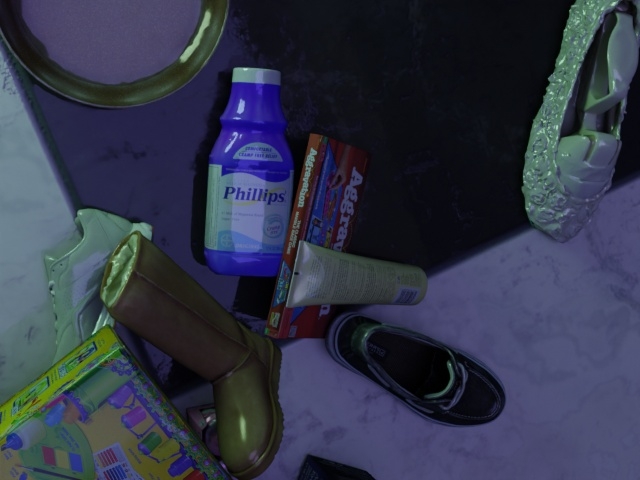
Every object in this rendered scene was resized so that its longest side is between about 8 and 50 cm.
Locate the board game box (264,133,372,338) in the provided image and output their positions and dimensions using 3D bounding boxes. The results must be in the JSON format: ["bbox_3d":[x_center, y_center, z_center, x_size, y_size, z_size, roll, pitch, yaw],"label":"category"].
[{"bbox_3d":[0.000,0.000,1.386,0.145,0.027,0.281,9,94,-61],"label":"board game box"}]

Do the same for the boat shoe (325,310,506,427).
[{"bbox_3d":[0.159,0.207,1.451,0.335,0.119,0.121,24,87,-27],"label":"boat shoe"}]

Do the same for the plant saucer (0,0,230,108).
[{"bbox_3d":[-0.274,-0.329,1.288,0.310,0.050,0.311,-2,97,-18],"label":"plant saucer"}]

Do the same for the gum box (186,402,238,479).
[{"bbox_3d":[-0.140,0.323,1.376,0.062,0.107,0.189,-9,99,-18],"label":"gum box"}]

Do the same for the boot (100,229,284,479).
[{"bbox_3d":[-0.166,0.148,1.236,0.089,0.236,0.269,-34,123,22],"label":"boot"}]

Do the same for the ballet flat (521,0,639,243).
[{"bbox_3d":[0.407,-0.195,1.492,0.146,0.147,0.409,9,94,-20],"label":"ballet flat"}]

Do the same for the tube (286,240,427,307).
[{"bbox_3d":[0.051,0.055,1.392,0.240,0.062,0.070,6,56,-42],"label":"tube"}]

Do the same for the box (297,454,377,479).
[{"bbox_3d":[0.033,0.418,1.392,0.108,0.207,0.153,20,89,-21],"label":"box"}]

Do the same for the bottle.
[{"bbox_3d":[-0.095,-0.093,1.351,0.118,0.092,0.283,3,95,-18],"label":"bottle"}]

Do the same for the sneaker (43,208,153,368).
[{"bbox_3d":[-0.324,0.080,1.302,0.121,0.099,0.263,25,80,-12],"label":"sneaker"}]

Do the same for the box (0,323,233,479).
[{"bbox_3d":[-0.272,0.307,1.181,0.279,0.177,0.290,-38,104,-12],"label":"box"}]
